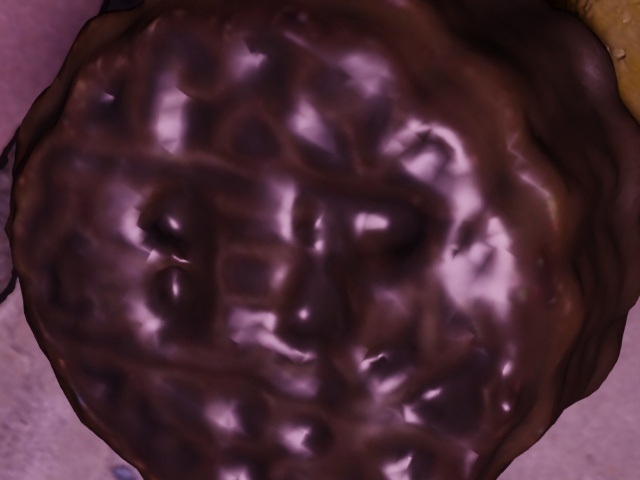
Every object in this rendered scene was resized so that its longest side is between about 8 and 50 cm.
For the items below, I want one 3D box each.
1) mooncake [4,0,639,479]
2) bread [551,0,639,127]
[{"bbox_3d":[0.000,0.000,0.625,0.228,0.124,0.228,11,117,23],"label":"mooncake"},{"bbox_3d":[0.167,-0.061,0.607,0.188,0.065,0.149,-26,104,26],"label":"bread"}]
